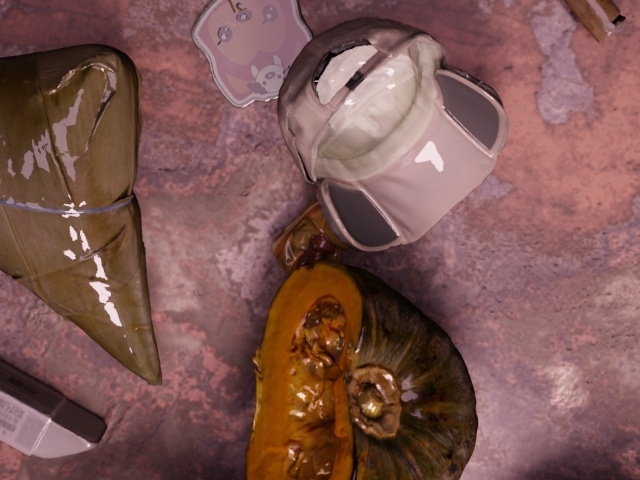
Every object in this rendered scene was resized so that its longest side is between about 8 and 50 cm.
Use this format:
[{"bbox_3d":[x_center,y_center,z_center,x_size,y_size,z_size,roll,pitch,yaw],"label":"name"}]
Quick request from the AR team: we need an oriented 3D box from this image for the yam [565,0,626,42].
[{"bbox_3d":[0.246,-0.335,1.547,0.046,0.046,0.264,-39,95,6],"label":"yam"}]

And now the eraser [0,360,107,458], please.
[{"bbox_3d":[-0.417,0.161,1.607,0.352,0.089,0.061,29,101,-3],"label":"eraser"}]

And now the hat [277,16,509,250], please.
[{"bbox_3d":[0.075,-0.122,1.535,0.232,0.161,0.275,-42,119,9],"label":"hat"}]

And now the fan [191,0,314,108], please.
[{"bbox_3d":[-0.090,-0.264,1.582,0.132,0.009,0.220,-23,97,4],"label":"fan"}]

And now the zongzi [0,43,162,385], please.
[{"bbox_3d":[-0.365,-0.012,1.549,0.356,0.174,0.393,-4,104,6],"label":"zongzi"}]

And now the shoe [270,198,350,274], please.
[{"bbox_3d":[0.000,0.002,1.587,0.109,0.072,0.069,-28,58,0],"label":"shoe"}]

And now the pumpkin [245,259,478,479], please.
[{"bbox_3d":[0.045,0.205,1.545,0.232,0.242,0.325,22,70,-40],"label":"pumpkin"}]
